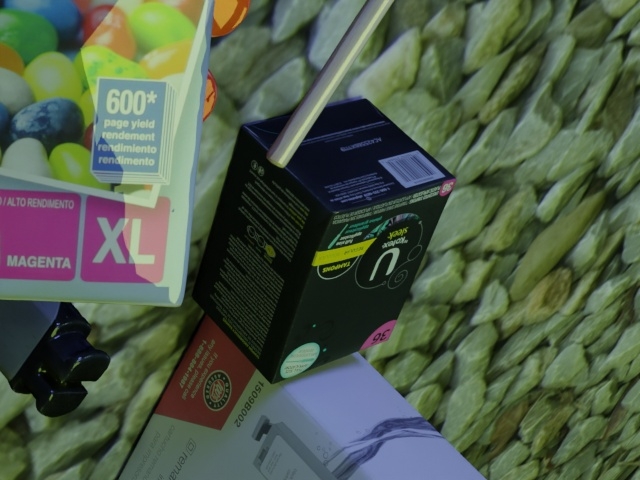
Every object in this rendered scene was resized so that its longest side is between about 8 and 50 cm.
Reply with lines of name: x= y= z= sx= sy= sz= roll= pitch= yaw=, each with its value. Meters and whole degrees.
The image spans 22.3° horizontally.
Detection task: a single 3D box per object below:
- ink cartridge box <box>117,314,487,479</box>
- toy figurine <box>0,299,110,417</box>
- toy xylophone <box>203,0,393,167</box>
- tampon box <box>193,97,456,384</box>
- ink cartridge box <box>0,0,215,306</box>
ink cartridge box: x=-0.003 y=0.210 z=1.220 sx=0.117 sy=0.283 sz=0.207 roll=-2 pitch=129 yaw=-50
toy figurine: x=-0.229 y=0.029 z=0.874 sx=0.213 sy=0.148 sz=0.209 roll=-34 pitch=154 yaw=-24
toy xylophone: x=-0.065 y=-0.170 z=0.780 sx=0.236 sy=0.081 sz=0.323 roll=37 pitch=98 yaw=-21
tampon box: x=0.000 y=0.000 z=1.152 sx=0.120 sy=0.101 sz=0.161 roll=-17 pitch=140 yaw=-39
ink cartridge box: x=-0.138 y=-0.125 z=0.704 sx=0.186 sy=0.065 sz=0.311 roll=3 pitch=107 yaw=-14
